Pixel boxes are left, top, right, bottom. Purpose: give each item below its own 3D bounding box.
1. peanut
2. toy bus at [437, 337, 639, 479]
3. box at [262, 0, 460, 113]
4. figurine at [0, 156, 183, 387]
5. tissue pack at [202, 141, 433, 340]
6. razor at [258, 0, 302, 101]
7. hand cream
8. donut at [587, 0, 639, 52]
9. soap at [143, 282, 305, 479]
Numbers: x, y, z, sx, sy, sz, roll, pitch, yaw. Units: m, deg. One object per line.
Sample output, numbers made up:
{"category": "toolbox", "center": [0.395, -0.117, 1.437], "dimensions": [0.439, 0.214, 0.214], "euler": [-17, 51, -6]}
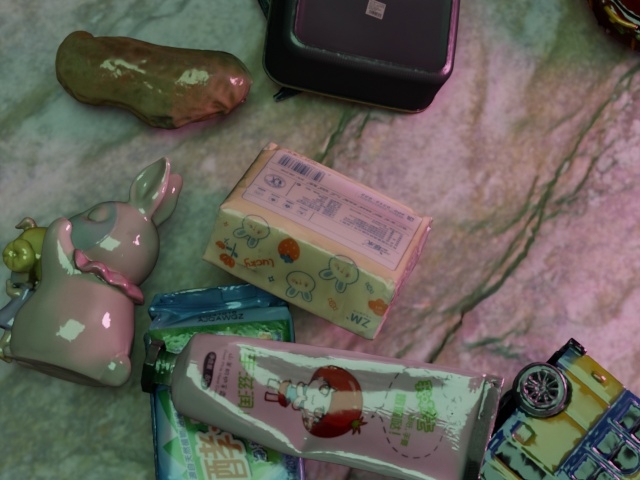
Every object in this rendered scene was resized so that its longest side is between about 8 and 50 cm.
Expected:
{"category": "peanut", "center": [-0.181, -0.174, 1.456], "dimensions": [0.214, 0.099, 0.100], "euler": [15, 73, 0]}
{"category": "toy bus", "center": [0.201, 0.255, 1.321], "dimensions": [0.175, 0.138, 0.288], "euler": [41, 76, 10]}
{"category": "box", "center": [0.047, -0.230, 1.464], "dimensions": [0.201, 0.090, 0.145], "euler": [12, 73, -12]}
{"category": "figurine", "center": [-0.235, 0.022, 1.381], "dimensions": [0.155, 0.127, 0.236], "euler": [7, 71, 27]}
{"category": "tissue pack", "center": [0.000, 0.000, 1.387], "dimensions": [0.196, 0.092, 0.148], "euler": [25, 37, 6]}
{"category": "razor", "center": [-0.054, -0.251, 1.515], "dimensions": [0.066, 0.033, 0.190], "euler": [-20, 75, -9]}
{"category": "hand cream", "center": [-0.002, 0.151, 1.282], "dimensions": [0.336, 0.076, 0.121], "euler": [11, 70, 6]}
{"category": "donut", "center": [0.398, -0.301, 1.520], "dimensions": [0.235, 0.089, 0.235], "euler": [1, 73, -3]}
{"category": "soap", "center": [-0.093, 0.188, 1.359], "dimensions": [0.156, 0.077, 0.293], "euler": [-5, 73, -5]}
